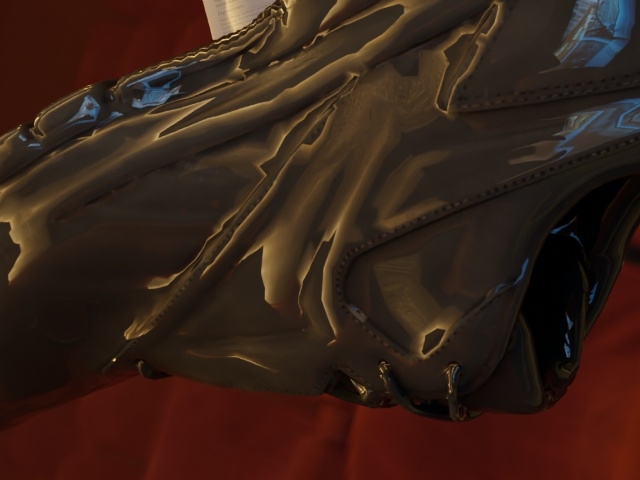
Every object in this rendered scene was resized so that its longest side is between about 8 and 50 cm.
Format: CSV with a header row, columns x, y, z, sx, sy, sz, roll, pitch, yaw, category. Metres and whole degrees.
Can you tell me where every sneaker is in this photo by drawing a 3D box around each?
x,y,z,sx,sy,sz,roll,pitch,yaw,category
0.000,0.000,0.509,0.286,0.130,0.109,-31,-6,33,sneaker

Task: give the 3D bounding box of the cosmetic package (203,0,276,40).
x,y,z,sx,sy,sz,roll,pitch,yaw,category
0.075,-0.112,0.734,0.060,0.239,0.099,-11,-94,-73,cosmetic package
